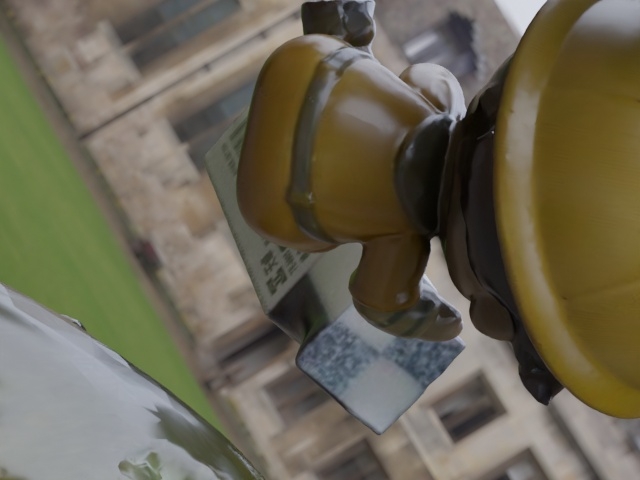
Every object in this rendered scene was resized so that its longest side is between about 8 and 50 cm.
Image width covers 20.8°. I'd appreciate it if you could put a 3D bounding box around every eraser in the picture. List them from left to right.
[{"bbox_3d":[0.000,0.000,1.347,0.096,0.098,0.404,40,9,-25],"label":"eraser"}]

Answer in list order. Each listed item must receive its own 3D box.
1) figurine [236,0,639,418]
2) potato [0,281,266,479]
[{"bbox_3d":[0.090,-0.025,0.759,0.167,0.257,0.192,13,83,-75],"label":"figurine"},{"bbox_3d":[-0.096,0.081,0.400,0.228,0.148,0.197,33,-7,37],"label":"potato"}]
